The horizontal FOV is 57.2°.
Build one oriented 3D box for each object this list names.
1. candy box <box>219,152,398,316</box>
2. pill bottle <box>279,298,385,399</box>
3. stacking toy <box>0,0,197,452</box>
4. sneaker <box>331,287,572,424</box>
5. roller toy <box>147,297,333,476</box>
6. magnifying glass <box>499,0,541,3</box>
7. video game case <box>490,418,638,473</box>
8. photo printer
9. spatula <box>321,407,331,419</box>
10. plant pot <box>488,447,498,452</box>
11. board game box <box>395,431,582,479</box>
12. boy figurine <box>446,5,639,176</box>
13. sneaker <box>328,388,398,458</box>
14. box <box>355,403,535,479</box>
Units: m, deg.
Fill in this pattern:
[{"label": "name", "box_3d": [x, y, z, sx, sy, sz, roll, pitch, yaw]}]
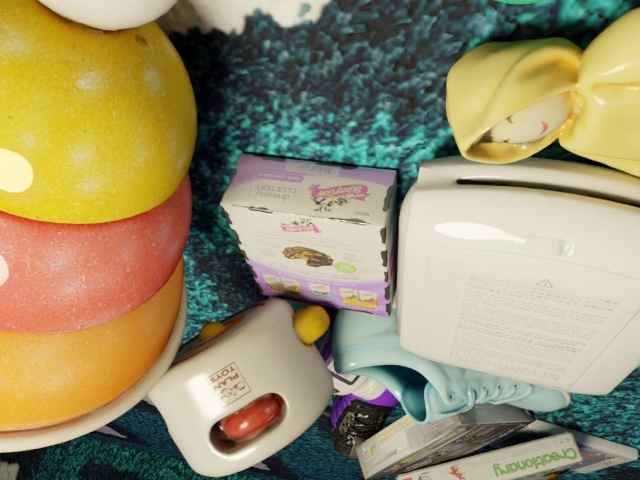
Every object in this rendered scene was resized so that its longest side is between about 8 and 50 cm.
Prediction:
[{"label": "candy box", "box_3d": [0.000, 0.000, 0.643, 0.165, 0.070, 0.196, 9, 149, 13]}, {"label": "pill bottle", "box_3d": [0.013, 0.160, 0.861, 0.194, 0.108, 0.108, 35, 145, -27]}, {"label": "stacking toy", "box_3d": [-0.204, -0.078, 0.463, 0.351, 0.350, 0.480, 27, 131, -17]}, {"label": "sneaker", "box_3d": [0.172, 0.186, 0.785, 0.366, 0.150, 0.135, 23, 150, -10]}, {"label": "roller toy", "box_3d": [-0.094, 0.159, 0.683, 0.209, 0.191, 0.146, -25, 97, 39]}, {"label": "magnifying glass", "box_3d": [0.082, -0.219, 0.293, 0.092, 0.026, 0.231, -7, 144, 35]}, {"label": "video game case", "box_3d": [0.451, 0.392, 1.110, 0.202, 0.023, 0.183, 17, 149, 1]}, {"label": "photo printer", "box_3d": [0.200, 0.038, 0.565, 0.256, 0.107, 0.307, 11, 151, 13]}, {"label": "spatula", "box_3d": [-0.084, 0.345, 1.287, 0.297, 0.030, 0.084, 18, 147, -1]}, {"label": "plant pot", "box_3d": [0.379, 0.469, 1.204, 0.083, 0.081, 0.081, 26, 179, 30]}, {"label": "board game box", "box_3d": [0.284, 0.423, 1.043, 0.306, 0.053, 0.193, -13, 147, -3]}, {"label": "boy figurine", "box_3d": [0.224, -0.085, 0.368, 0.285, 0.092, 0.177, 8, 164, 9]}, {"label": "sneaker", "box_3d": [0.081, 0.305, 1.027, 0.102, 0.146, 0.293, 19, 150, -2]}, {"label": "box", "box_3d": [0.197, 0.312, 0.946, 0.183, 0.056, 0.231, 10, 138, -35]}]
